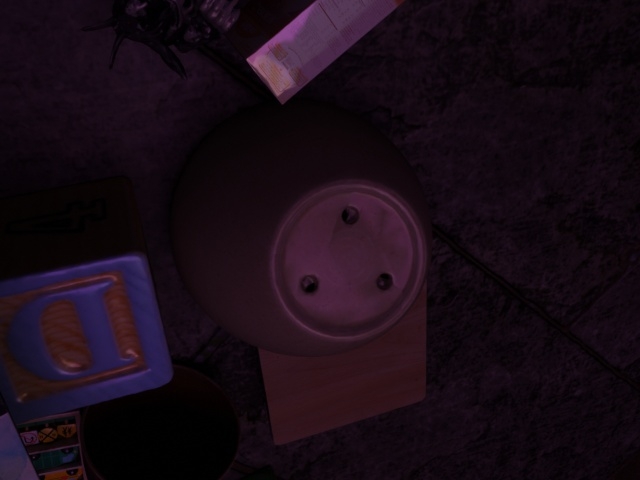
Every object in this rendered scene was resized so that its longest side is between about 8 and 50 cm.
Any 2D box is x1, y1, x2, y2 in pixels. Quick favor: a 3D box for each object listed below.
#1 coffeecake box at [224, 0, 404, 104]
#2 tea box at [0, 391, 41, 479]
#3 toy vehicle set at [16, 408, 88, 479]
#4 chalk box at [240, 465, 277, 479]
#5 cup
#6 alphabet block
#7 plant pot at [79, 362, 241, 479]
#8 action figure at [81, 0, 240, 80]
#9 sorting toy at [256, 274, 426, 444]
[{"bbox_3d":[-0.009,-0.254,0.731,0.185,0.142,0.068,-39,125,4],"label":"coffeecake box"},{"bbox_3d":[-0.399,0.222,0.607,0.220,0.329,0.324,-27,104,-32],"label":"tea box"},{"bbox_3d":[-0.479,0.318,0.957,0.266,0.035,0.166,-6,121,-17],"label":"toy vehicle set"},{"bbox_3d":[-0.166,0.560,1.130,0.289,0.180,0.179,-25,125,-7],"label":"chalk box"},{"bbox_3d":[0.000,0.000,0.772,0.331,0.237,0.331,-3,100,-16],"label":"cup"},{"bbox_3d":[-0.292,0.061,0.779,0.193,0.197,0.192,-11,122,-15],"label":"alphabet block"},{"bbox_3d":[-0.247,0.334,0.972,0.215,0.215,0.230,3,133,-22],"label":"plant pot"},{"bbox_3d":[-0.124,-0.278,0.670,0.275,0.141,0.164,-35,96,-1],"label":"action figure"},{"bbox_3d":[0.027,0.161,1.022,0.257,0.089,0.256,-14,123,-13],"label":"sorting toy"}]
